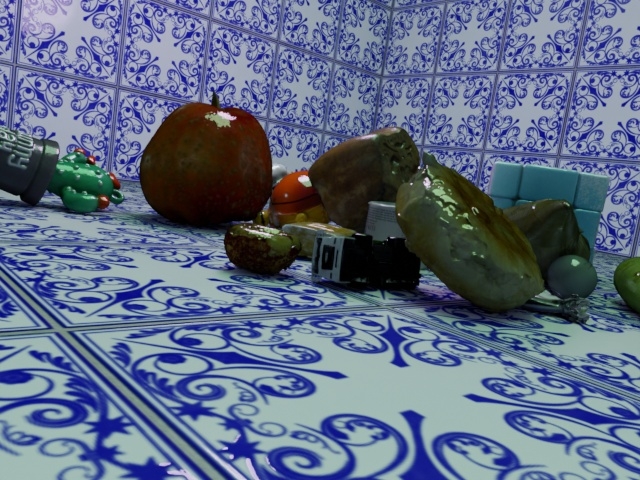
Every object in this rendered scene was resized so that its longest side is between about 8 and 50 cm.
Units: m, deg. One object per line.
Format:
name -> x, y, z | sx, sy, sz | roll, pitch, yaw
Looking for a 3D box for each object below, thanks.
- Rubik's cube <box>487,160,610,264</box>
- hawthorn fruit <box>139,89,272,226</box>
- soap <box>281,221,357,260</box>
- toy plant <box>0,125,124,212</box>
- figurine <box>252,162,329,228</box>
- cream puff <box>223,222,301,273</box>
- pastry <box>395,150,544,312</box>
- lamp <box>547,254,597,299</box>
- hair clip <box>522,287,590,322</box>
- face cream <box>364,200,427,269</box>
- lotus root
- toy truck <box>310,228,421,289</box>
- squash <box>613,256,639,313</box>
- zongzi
Rubik's cube -> 0.664, -0.064, 1.734 | 0.322, 0.315, 0.319 | 11, 7, 14
hawthorn fruit -> -0.324, -0.234, 1.638 | 0.403, 0.402, 0.403 | 8, 7, -1
soap -> 0.000, 0.000, 1.377 | 0.140, 0.073, 0.232 | 14, 7, 14
toy plant -> -0.728, -0.174, 1.529 | 0.400, 0.185, 0.279 | 22, 3, -40
figurine -> -0.076, -0.137, 1.814 | 0.320, 0.196, 0.323 | -29, 38, -31
cream puff -> -0.107, 0.019, 1.038 | 0.149, 0.084, 0.149 | 11, 9, -2
pastry -> 0.266, -0.001, 1.027 | 0.330, 0.136, 0.329 | 34, 28, -21
lamp -> 0.553, 0.083, 1.239 | 0.105, 0.105, 0.105 | 8, 7, -1
hair clip -> 0.436, 0.114, 1.077 | 0.116, 0.049, 0.172 | 10, 3, -25
face cream -> 0.200, -0.017, 1.436 | 0.177, 0.152, 0.177 | 7, 6, -1
lotus root -> 0.169, -0.179, 1.620 | 0.316, 0.316, 0.250 | 4, -20, -32
toy truck -> 0.095, 0.037, 1.076 | 0.243, 0.101, 0.125 | 6, 2, -41
squash -> 0.707, 0.106, 1.202 | 0.118, 0.118, 0.370 | 11, 10, 18
zongzi -> 0.451, -0.024, 1.374 | 0.356, 0.174, 0.393 | 8, -16, 32
